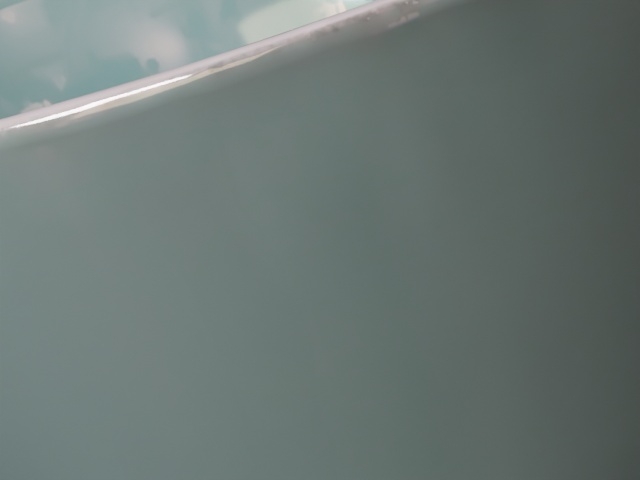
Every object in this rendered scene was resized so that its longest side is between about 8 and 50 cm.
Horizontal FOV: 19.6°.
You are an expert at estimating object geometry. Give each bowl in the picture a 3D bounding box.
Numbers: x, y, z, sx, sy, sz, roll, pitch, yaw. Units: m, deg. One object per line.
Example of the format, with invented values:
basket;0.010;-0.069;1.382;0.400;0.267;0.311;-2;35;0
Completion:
bowl;0.000;0.000;0.496;0.311;0.311;0.163;-13;105;15
